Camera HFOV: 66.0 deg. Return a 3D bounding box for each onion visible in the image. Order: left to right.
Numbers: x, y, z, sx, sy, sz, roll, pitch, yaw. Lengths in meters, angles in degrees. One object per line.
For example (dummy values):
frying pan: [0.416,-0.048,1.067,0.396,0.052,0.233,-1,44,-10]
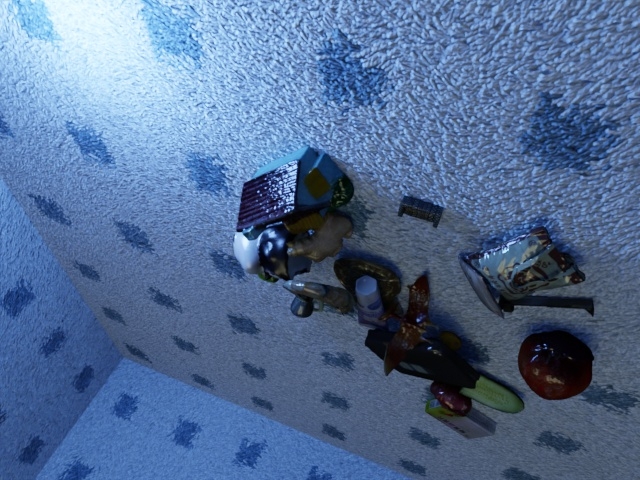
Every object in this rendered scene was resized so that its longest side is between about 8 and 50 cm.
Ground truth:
onion: [0.539,0.617,1.989,0.184,0.184,0.147,31,102,-3]

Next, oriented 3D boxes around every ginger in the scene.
ginger: [0.004,0.003,1.557,0.137,0.213,0.074,51,172,-14]

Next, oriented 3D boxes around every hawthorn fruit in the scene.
hawthorn fruit: [0.736,0.401,1.558,0.215,0.215,0.249,4,142,30]

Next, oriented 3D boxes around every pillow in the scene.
pillow: [0.485,0.144,1.485,0.038,0.130,0.232,-37,122,4]

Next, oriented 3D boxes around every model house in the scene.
model house: [-0.088,-0.098,1.433,0.281,0.248,0.230,-16,126,44]

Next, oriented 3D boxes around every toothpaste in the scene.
toothpaste: [0.181,0.241,1.761,0.125,0.079,0.371,12,152,17]

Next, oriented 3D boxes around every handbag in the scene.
handbag: [0.549,0.075,1.335,0.213,0.127,0.235,44,139,-17]

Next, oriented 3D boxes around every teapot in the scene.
teapot: [-0.056,0.249,1.987,0.092,0.124,0.090,53,143,41]

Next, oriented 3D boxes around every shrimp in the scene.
shrimp: [0.009,0.193,1.676,0.247,0.085,0.360,7,165,30]

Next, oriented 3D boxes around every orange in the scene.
orange: [0.472,0.371,1.794,0.086,0.062,0.086,15,142,12]

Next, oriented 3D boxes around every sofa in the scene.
sofa: [0.282,-0.081,1.392,0.118,0.039,0.060,19,143,12]

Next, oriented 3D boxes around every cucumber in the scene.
cucumber: [0.676,0.597,1.925,0.244,0.063,0.115,30,108,1]

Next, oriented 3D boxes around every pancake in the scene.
pancake: [0.159,0.139,1.714,0.250,0.031,0.250,18,146,13]

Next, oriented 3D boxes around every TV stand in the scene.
TV stand: [0.670,0.196,1.474,0.257,0.040,0.049,-2,135,34]

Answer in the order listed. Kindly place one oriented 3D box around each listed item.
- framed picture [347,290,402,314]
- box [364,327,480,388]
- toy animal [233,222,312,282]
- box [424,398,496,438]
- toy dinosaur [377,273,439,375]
framed picture: [0.177,0.180,1.794,0.197,0.014,0.252,1,136,32]
box: [0.378,0.439,1.839,0.351,0.090,0.359,0,149,43]
toy animal: [-0.168,0.042,1.683,0.267,0.212,0.212,-1,135,32]
box: [0.623,0.791,2.202,0.261,0.062,0.175,33,143,-9]
toy dinosaur: [0.292,0.269,1.641,0.327,0.113,0.206,-48,61,21]
